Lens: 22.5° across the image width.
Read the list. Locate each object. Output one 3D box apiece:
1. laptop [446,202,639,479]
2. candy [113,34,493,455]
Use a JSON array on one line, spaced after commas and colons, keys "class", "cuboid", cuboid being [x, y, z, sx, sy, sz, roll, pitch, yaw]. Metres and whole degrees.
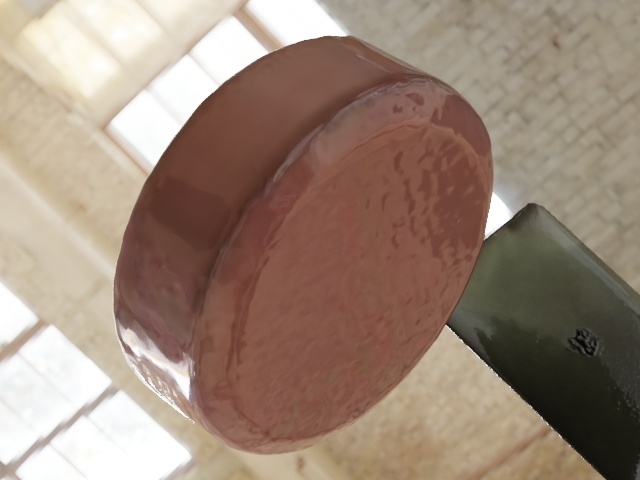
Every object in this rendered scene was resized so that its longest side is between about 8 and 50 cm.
[{"class": "laptop", "cuboid": [0.239, 0.097, 1.470, 0.188, 0.269, 0.015, -37, 165, -37]}, {"class": "candy", "cuboid": [0.000, 0.000, 0.928, 0.094, 0.255, 0.255, 33, -106, 34]}]
